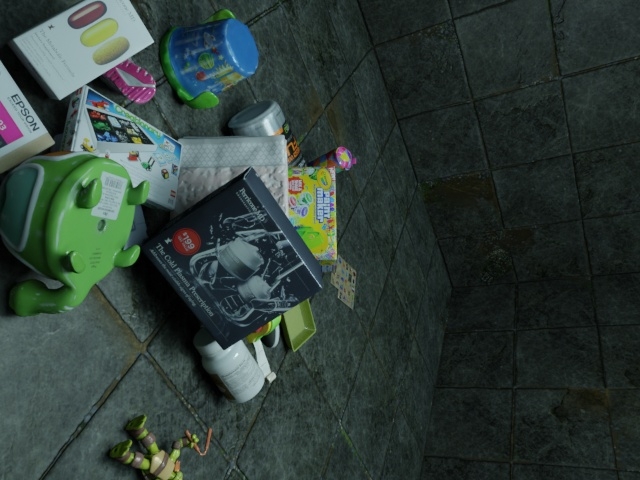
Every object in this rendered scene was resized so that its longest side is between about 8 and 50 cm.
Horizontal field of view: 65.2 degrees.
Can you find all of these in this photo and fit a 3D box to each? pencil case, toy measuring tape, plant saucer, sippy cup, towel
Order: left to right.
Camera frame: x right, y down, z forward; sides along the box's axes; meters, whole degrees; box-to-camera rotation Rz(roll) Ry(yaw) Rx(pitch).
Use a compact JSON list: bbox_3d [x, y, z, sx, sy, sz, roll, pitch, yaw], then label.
[{"bbox_3d":[-0.318,-0.550,1.503,0.240,0.223,0.306,-24,104,-61],"label":"sippy cup"},{"bbox_3d":[-0.254,-0.150,1.423,0.053,0.331,0.317,92,-4,-76],"label":"towel"},{"bbox_3d":[-0.161,0.281,1.498,0.121,0.121,0.330,-38,117,-59],"label":"toy measuring tape"},{"bbox_3d":[-0.096,0.292,1.869,0.188,0.045,0.188,-31,109,-60],"label":"plant saucer"},{"bbox_3d":[0.027,-0.303,2.061,0.104,0.236,0.105,17,66,-43],"label":"pencil case"}]

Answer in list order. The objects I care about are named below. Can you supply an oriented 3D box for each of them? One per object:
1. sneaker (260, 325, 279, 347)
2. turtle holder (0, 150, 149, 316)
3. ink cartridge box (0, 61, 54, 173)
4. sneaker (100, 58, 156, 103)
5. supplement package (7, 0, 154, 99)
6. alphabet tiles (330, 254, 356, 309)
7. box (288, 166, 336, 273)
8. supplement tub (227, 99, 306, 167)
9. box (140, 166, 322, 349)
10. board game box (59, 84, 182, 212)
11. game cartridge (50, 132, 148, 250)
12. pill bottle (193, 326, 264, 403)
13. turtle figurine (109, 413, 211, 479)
[{"bbox_3d":[-0.231,0.225,1.585,0.147,0.104,0.296,-28,102,-59],"label":"sneaker"},{"bbox_3d":[-0.505,-0.023,1.000,0.243,0.227,0.321,-57,160,-60],"label":"turtle holder"},{"bbox_3d":[-0.654,-0.237,0.933,0.235,0.088,0.193,65,33,-27],"label":"ink cartridge box"},{"bbox_3d":[-0.523,-0.438,1.235,0.103,0.111,0.252,-45,110,-13],"label":"sneaker"},{"bbox_3d":[-0.515,-0.429,1.081,0.244,0.133,0.139,-42,125,-19],"label":"supplement package"},{"bbox_3d":[0.107,0.188,2.317,0.237,0.009,0.198,43,47,-49],"label":"alphabet tiles"},{"bbox_3d":[-0.091,-0.057,1.522,0.177,0.278,0.290,88,1,-73],"label":"box"},{"bbox_3d":[-0.171,-0.305,1.740,0.316,0.193,0.194,63,33,-31],"label":"supplement tub"},{"bbox_3d":[-0.215,0.043,1.293,0.343,0.312,0.179,55,8,-16],"label":"box"},{"bbox_3d":[-0.465,-0.207,1.203,0.305,0.053,0.193,30,57,-56],"label":"board game box"},{"bbox_3d":[-0.522,-0.106,1.181,0.196,0.060,0.295,-25,105,-65],"label":"game cartridge"},{"bbox_3d":[-0.267,0.348,1.443,0.229,0.131,0.131,64,32,-29],"label":"pill bottle"},{"bbox_3d":[-0.391,0.525,1.210,0.217,0.087,0.270,58,44,-24],"label":"turtle figurine"}]
